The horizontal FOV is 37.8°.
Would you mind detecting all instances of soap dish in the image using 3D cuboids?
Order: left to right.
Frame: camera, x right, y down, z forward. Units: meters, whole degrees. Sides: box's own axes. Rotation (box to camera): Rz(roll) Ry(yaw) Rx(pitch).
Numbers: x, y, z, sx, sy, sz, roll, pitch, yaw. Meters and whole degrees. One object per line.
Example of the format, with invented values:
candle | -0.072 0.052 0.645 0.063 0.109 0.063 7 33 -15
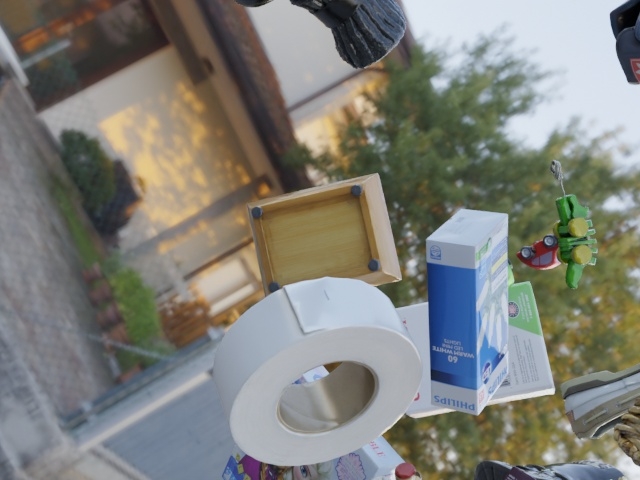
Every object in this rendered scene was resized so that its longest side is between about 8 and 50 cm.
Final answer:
soap dish | 0.000 0.000 1.922 0.118 0.291 0.229 13 65 -79

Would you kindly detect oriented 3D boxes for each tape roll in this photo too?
tape roll | -0.004 0.187 1.311 0.100 0.286 0.286 -116 -177 -46

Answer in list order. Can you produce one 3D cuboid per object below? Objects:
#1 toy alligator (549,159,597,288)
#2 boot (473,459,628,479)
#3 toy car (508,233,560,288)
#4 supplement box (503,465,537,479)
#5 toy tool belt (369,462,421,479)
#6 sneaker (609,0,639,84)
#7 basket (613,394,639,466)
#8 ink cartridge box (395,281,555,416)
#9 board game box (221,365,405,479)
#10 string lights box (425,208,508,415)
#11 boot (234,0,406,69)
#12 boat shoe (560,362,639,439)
toy alligator | 0.372 -0.026 1.360 0.056 0.051 0.189 170 -87 -76
boot | 0.519 0.522 1.826 0.377 0.284 0.138 9 -88 56
toy car | 0.312 0.060 1.589 0.053 0.239 0.225 64 -2 8
supplement box | 0.297 0.458 1.433 0.104 0.188 0.081 39 -6 -30
toy tool belt | 0.058 0.247 0.864 0.052 0.083 0.051 24 -46 47
sneaker | 0.437 -0.212 1.092 0.350 0.148 0.131 -91 156 -60
basket | 0.480 0.230 0.895 0.223 0.213 0.299 38 4 -25
ink cartridge box | 0.277 0.207 1.735 0.115 0.273 0.198 44 36 -69
board game box | -0.026 0.401 1.628 0.319 0.066 0.318 45 -59 41
string lights box | 0.212 0.100 1.335 0.077 0.133 0.259 8 -65 29
boot | -0.001 -0.327 1.240 0.260 0.131 0.348 59 33 -27
boat shoe | 0.559 0.262 1.578 0.113 0.302 0.103 21 54 -45
